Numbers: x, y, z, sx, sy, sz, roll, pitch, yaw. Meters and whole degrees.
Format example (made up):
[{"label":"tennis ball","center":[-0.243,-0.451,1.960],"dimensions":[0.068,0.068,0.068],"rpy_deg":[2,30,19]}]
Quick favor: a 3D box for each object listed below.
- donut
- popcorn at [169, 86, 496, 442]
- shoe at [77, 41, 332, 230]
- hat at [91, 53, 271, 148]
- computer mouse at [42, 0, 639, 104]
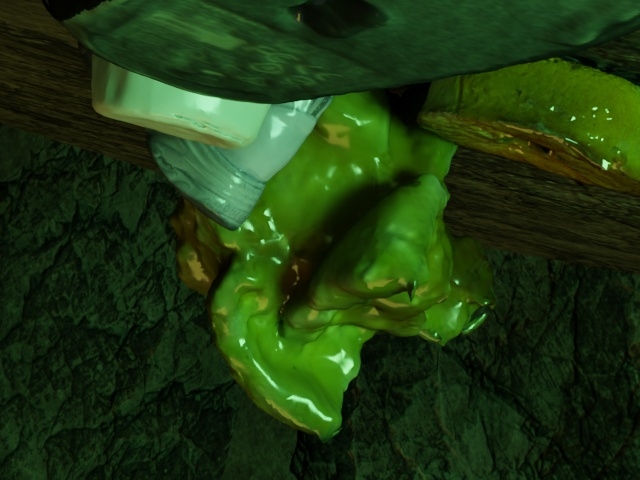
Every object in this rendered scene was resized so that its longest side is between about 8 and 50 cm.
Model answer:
[{"label":"donut","center":[0.173,-0.096,1.222],"dimensions":[0.190,0.075,0.174],"rpy_deg":[17,179,17]},{"label":"popcorn","center":[-0.008,-0.001,1.368],"dimensions":[0.290,0.326,0.321],"rpy_deg":[16,-174,18]},{"label":"shoe","center":[-0.092,-0.134,1.250],"dimensions":[0.245,0.137,0.095],"rpy_deg":[54,-171,30]},{"label":"hat","center":[-0.090,-0.136,1.116],"dimensions":[0.203,0.126,0.203],"rpy_deg":[13,176,1]},{"label":"computer mouse","center":[0.014,-0.143,0.657],"dimensions":[0.203,0.114,0.374],"rpy_deg":[18,167,-34]}]
